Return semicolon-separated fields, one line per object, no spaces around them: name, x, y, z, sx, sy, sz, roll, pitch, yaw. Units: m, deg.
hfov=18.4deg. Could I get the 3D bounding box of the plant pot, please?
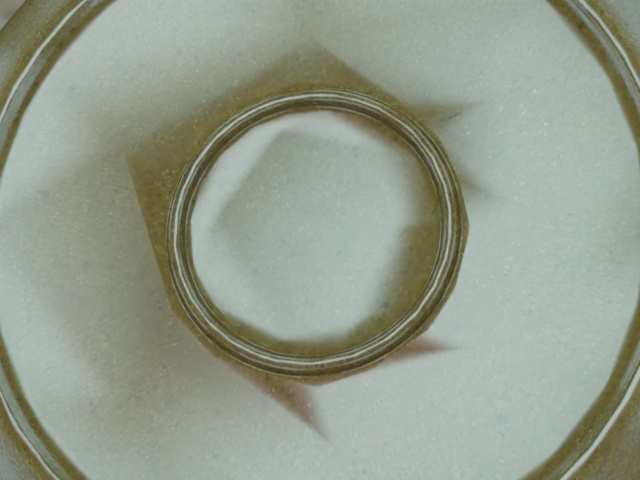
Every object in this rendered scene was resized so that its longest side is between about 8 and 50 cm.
plant pot;0.000;0.000;0.520;0.236;0.032;0.236;-2;74;9
